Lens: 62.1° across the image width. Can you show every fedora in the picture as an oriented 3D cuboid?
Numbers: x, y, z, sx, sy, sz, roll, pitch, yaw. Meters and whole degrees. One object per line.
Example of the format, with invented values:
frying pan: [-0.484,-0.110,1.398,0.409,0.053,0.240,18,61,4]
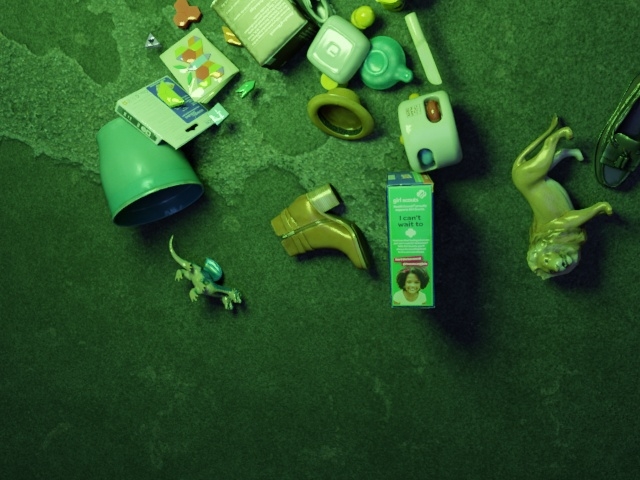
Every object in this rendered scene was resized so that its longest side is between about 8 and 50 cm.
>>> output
fedora: [0.061,-0.353,1.440,0.194,0.194,0.079,14,68,8]

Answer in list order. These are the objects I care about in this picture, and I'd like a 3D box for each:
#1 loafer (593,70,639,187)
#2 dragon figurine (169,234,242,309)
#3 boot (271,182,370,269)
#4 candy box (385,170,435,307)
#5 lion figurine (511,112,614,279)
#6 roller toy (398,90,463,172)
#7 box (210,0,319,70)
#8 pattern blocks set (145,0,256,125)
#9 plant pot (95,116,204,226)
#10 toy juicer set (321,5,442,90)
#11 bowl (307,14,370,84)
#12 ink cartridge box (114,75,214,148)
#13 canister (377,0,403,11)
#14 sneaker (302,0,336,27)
loafer: [0.771,-0.275,1.324,0.109,0.095,0.303,16,107,7]
dragon figurine: [-0.369,0.110,1.669,0.289,0.144,0.085,47,111,17]
boot: [0.000,0.000,1.550,0.220,0.109,0.283,-30,95,16]
candy box: [0.239,-0.015,1.414,0.122,0.268,0.317,-3,104,9]
lion figurine: [0.603,-0.109,1.401,0.240,0.142,0.392,-27,84,25]
roller toy: [0.277,-0.280,1.374,0.146,0.191,0.209,-13,102,15]
box: [-0.140,-0.582,1.392,0.167,0.168,0.203,-39,95,18]
pattern blocks set: [-0.339,-0.490,1.480,0.325,0.026,0.285,36,87,2]
plant pot: [-0.511,-0.212,1.535,0.271,0.271,0.255,-28,82,17]
toy juicer set: [0.156,-0.503,1.392,0.329,0.089,0.209,2,106,22]
bowl: [0.041,-0.489,1.364,0.142,0.053,0.142,40,115,6]
ink cartridge box: [-0.425,-0.353,1.498,0.208,0.206,0.045,39,136,1]
canister: [0.182,-0.639,1.309,0.073,0.170,0.126,14,107,8]
sneaker: [-0.024,-0.649,1.396,0.071,0.083,0.191,-34,95,19]
